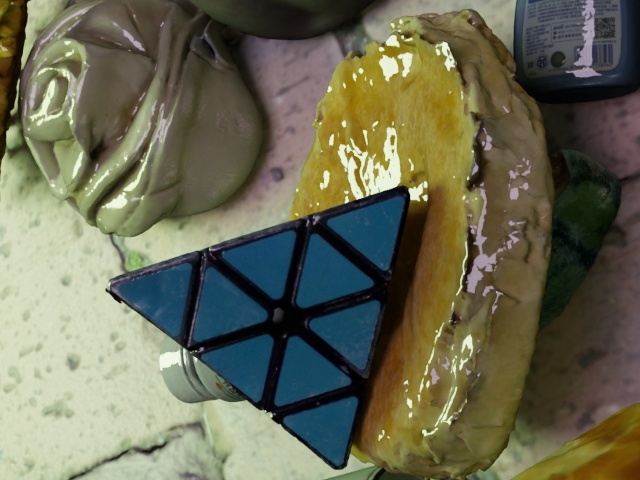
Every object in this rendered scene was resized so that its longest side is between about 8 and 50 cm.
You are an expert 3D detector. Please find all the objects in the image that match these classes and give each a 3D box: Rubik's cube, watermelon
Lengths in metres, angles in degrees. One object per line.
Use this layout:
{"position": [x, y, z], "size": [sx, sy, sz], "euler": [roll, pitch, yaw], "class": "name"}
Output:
{"position": [0.000, 0.000, 1.124], "size": [0.178, 0.211, 0.190], "euler": [-41, 21, 29], "class": "Rubik's cube"}
{"position": [0.123, -0.005, 1.181], "size": [0.187, 0.071, 0.139], "euler": [-54, 53, 20], "class": "watermelon"}

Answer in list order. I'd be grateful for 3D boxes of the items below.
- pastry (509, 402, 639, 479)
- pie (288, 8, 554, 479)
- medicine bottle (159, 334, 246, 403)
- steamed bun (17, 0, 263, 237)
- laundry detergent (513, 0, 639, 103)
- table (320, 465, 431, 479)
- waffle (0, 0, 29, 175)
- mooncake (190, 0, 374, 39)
{"position": [0.232, 0.261, 0.867], "size": [0.312, 0.389, 0.388], "euler": [108, 140, -60], "class": "pastry"}
{"position": [0.063, 0.001, 1.141], "size": [0.339, 0.083, 0.339], "euler": [-178, 90, -67], "class": "pie"}
{"position": [-0.062, 0.089, 1.301], "size": [0.130, 0.080, 0.080], "euler": [-18, 75, 35], "class": "medicine bottle"}
{"position": [-0.172, -0.115, 1.364], "size": [0.211, 0.144, 0.218], "euler": [-29, 70, 31], "class": "steamed bun"}
{"position": [0.185, -0.205, 1.155], "size": [0.097, 0.061, 0.206], "euler": [-4, 83, 39], "class": "laundry detergent"}
{"position": [-0.017, 0.251, 1.222], "size": [0.220, 0.126, 0.126], "euler": [-21, 73, 34], "class": "table"}
{"position": [-0.294, -0.128, 1.440], "size": [0.229, 0.051, 0.231], "euler": [-165, 85, -81], "class": "waffle"}
{"position": [-0.038, -0.287, 1.295], "size": [0.245, 0.133, 0.244], "euler": [-12, 71, 38], "class": "mooncake"}
